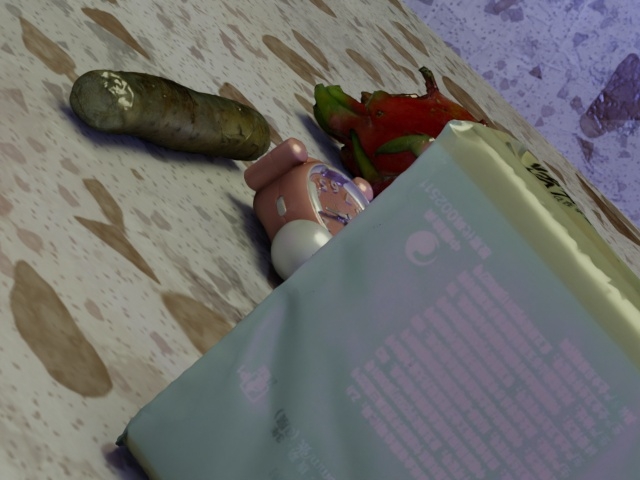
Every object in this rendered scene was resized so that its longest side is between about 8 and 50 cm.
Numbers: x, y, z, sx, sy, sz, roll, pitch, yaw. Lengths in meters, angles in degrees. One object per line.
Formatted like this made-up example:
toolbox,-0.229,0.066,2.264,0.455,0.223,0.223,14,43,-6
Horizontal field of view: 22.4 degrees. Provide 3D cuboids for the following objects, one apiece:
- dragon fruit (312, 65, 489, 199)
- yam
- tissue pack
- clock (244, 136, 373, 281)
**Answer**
dragon fruit,0.123,-0.115,2.050,0.200,0.198,0.269,10,24,-46
yam,-0.139,-0.121,1.587,0.317,0.071,0.067,7,79,-66
tissue pack,0.125,0.177,1.068,0.405,0.332,0.205,50,13,14
clock,0.000,0.000,1.623,0.166,0.092,0.162,29,32,-45
